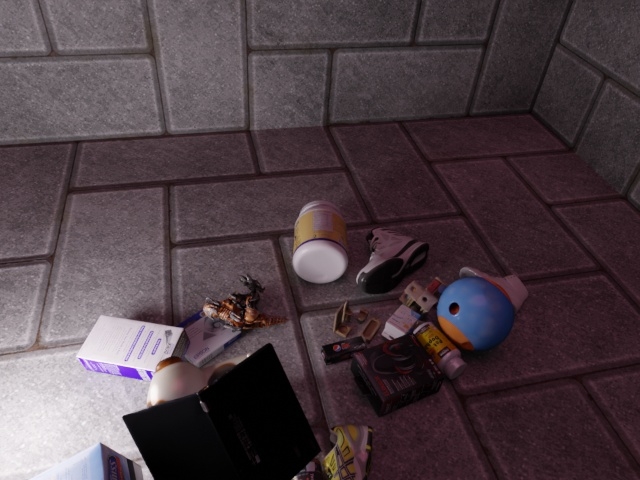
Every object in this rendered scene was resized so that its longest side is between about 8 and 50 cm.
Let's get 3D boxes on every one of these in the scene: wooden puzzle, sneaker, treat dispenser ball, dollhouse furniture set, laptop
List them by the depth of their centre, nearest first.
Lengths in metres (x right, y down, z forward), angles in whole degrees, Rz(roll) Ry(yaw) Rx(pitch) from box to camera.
[{"bbox_3d":[-0.276,0.565,1.491,0.407,0.382,0.236,-30,12,-37],"label":"laptop"},{"bbox_3d":[0.072,0.737,1.558,0.147,0.145,0.385,4,31,10],"label":"sneaker"},{"bbox_3d":[0.600,0.283,1.987,0.287,0.288,0.288,3,42,-2],"label":"treat dispenser ball"},{"bbox_3d":[0.154,0.313,2.033,0.151,0.123,0.144,24,45,20],"label":"dollhouse furniture set"},{"bbox_3d":[0.386,0.354,2.035,0.014,0.116,0.079,23,87,38],"label":"wooden puzzle"},{"bbox_3d":[0.439,0.205,2.119,0.129,0.129,0.183,43,72,14],"label":"dollhouse furniture set"},{"bbox_3d":[0.767,0.192,2.253,0.292,0.108,0.169,40,50,20],"label":"sneaker"},{"bbox_3d":[0.263,0.082,2.306,0.447,0.169,0.257,-24,40,-39],"label":"sneaker"}]

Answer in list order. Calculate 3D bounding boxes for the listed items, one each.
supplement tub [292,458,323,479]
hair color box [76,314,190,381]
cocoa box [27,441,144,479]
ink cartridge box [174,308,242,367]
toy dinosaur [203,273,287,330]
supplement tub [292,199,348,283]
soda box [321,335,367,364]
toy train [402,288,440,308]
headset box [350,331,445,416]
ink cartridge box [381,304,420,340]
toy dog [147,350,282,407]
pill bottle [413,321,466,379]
[{"bbox_3d":[-0.037,0.762,1.525,0.105,0.106,0.198,-3,42,-9],"label":"supplement tub"},{"bbox_3d":[-0.669,0.393,1.847,0.338,0.110,0.185,6,48,12],"label":"hair color box"},{"bbox_3d":[-0.598,0.764,1.334,0.231,0.228,0.347,-27,47,-5],"label":"cocoa box"},{"bbox_3d":[-0.459,0.358,1.981,0.224,0.045,0.223,33,49,29],"label":"ink cartridge box"},{"bbox_3d":[-0.299,0.279,2.023,0.322,0.164,0.219,36,32,-31],"label":"toy dinosaur"},{"bbox_3d":[0.000,0.000,2.282,0.240,0.241,0.331,3,41,-3],"label":"supplement tub"},{"bbox_3d":[0.089,0.421,1.959,0.168,0.053,0.060,-10,43,-17],"label":"soda box"},{"bbox_3d":[0.428,0.247,2.193,0.166,0.046,0.125,-12,44,-18],"label":"toy train"},{"bbox_3d":[0.263,0.487,1.859,0.293,0.110,0.218,-15,46,-21],"label":"headset box"},{"bbox_3d":[0.320,0.345,2.039,0.092,0.090,0.143,30,47,25],"label":"ink cartridge box"},{"bbox_3d":[-0.330,0.496,1.600,0.407,0.396,0.285,2,53,-13],"label":"toy dog"},{"bbox_3d":[0.449,0.421,1.946,0.117,0.117,0.215,-21,48,-27],"label":"pill bottle"}]
